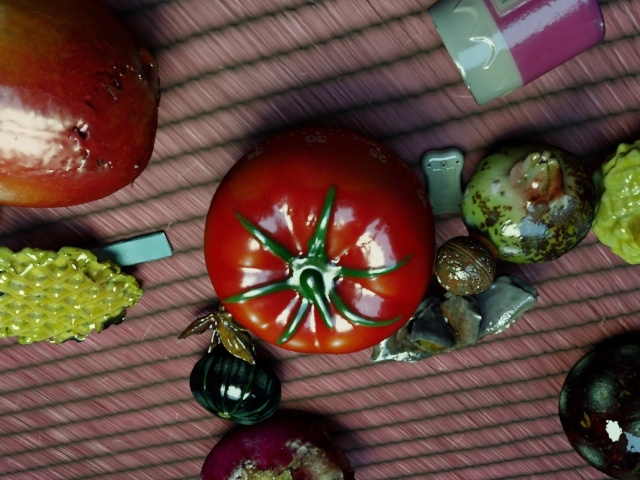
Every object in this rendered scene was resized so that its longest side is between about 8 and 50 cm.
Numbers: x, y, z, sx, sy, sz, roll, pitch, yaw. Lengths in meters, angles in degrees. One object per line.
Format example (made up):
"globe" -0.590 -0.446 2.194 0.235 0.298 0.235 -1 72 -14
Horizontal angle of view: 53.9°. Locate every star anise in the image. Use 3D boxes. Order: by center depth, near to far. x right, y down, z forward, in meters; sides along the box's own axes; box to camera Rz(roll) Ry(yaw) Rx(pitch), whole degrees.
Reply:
"star anise" 0.241 0.139 1.146 0.332 0.332 0.117 -21 81 15
"star anise" -0.165 0.166 1.238 0.157 0.053 0.212 43 90 14

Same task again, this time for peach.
"peach" -0.414 -0.206 0.901 0.370 0.370 0.370 1 121 2

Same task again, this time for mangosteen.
"mangosteen" 0.608 0.336 1.236 0.288 0.288 0.288 1 121 2

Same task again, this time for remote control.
"remote control" 0.218 -0.103 1.110 0.074 0.032 0.122 -5 120 6

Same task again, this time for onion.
"onion" -0.100 0.513 1.372 0.337 0.260 0.282 -25 156 6

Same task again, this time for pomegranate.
"pomegranate" 0.339 -0.077 1.007 0.214 0.214 0.248 -5 155 6

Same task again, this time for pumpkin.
"pumpkin" -0.177 0.306 1.308 0.194 0.150 0.194 7 121 11

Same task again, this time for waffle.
"waffle" -0.514 0.116 1.216 0.307 0.060 0.312 16 135 -31

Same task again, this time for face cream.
"face cream" 0.274 -0.312 0.900 0.195 0.175 0.175 -27 116 18

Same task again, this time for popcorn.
"popcorn" 0.551 -0.059 1.010 0.181 0.216 0.235 -11 158 -29

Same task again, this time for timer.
"timer" 0.000 0.000 1.042 0.378 0.279 0.378 3 120 5

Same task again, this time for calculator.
"calculator" -0.373 0.025 1.223 0.172 0.018 0.057 -13 121 10

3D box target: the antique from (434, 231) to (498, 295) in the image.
"antique" 0.231 0.041 1.007 0.104 0.104 0.104 1 121 2
